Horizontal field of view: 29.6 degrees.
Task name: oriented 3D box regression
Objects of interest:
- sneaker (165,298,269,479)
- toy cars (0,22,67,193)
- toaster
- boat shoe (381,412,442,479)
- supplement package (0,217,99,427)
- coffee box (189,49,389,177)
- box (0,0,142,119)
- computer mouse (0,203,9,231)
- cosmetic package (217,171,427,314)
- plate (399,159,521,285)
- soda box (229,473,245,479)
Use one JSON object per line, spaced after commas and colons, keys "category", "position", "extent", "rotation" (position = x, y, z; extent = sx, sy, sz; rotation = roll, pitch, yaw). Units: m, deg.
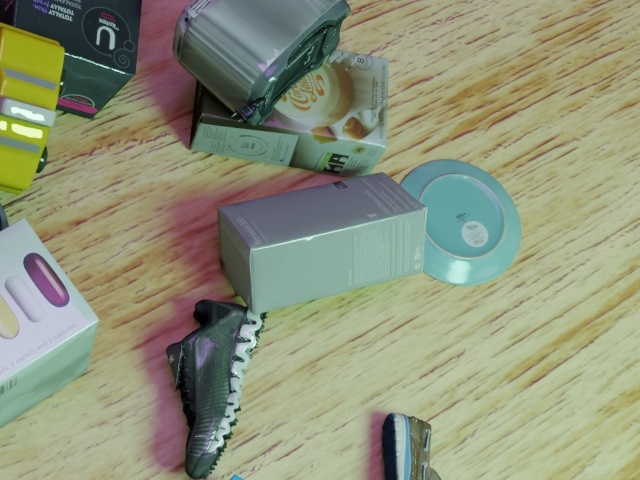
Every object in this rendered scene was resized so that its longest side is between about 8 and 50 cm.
{"category": "sneaker", "position": [-0.141, 0.169, 1.448], "extent": [0.106, 0.078, 0.234], "rotation": [18, 60, -5]}
{"category": "toy cars", "position": [-0.416, -0.085, 1.328], "extent": [0.393, 0.087, 0.176], "rotation": [-40, 116, -21]}
{"category": "toaster", "position": [-0.081, -0.250, 1.500], "extent": [0.146, 0.129, 0.227], "rotation": [39, 64, 8]}
{"category": "boat shoe", "position": [0.115, 0.299, 1.468], "extent": [0.066, 0.066, 0.183], "rotation": [7, 66, -14]}
{"category": "supplement package", "position": [-0.395, 0.130, 1.317], "extent": [0.262, 0.204, 0.145], "rotation": [-34, 80, -25]}
{"category": "coffee box", "position": [-0.041, -0.180, 1.607], "extent": [0.246, 0.098, 0.141], "rotation": [8, 65, -12]}
{"category": "box", "position": [-0.326, -0.317, 1.539], "extent": [0.165, 0.143, 0.270], "rotation": [16, 62, -30]}
{"category": "computer mouse", "position": [-0.446, -0.054, 1.462], "extent": [0.188, 0.072, 0.272], "rotation": [-11, 59, -18]}
{"category": "cosmetic package", "position": [0.000, 0.000, 1.516], "extent": [0.238, 0.107, 0.127], "rotation": [-12, 31, -23]}
{"category": "plate", "position": [0.190, -0.029, 1.652], "extent": [0.188, 0.024, 0.188], "rotation": [6, 65, -14]}
{"category": "soda box", "position": [-0.126, 0.375, 1.367], "extent": [0.071, 0.067, 0.210], "rotation": [32, 63, -1]}
